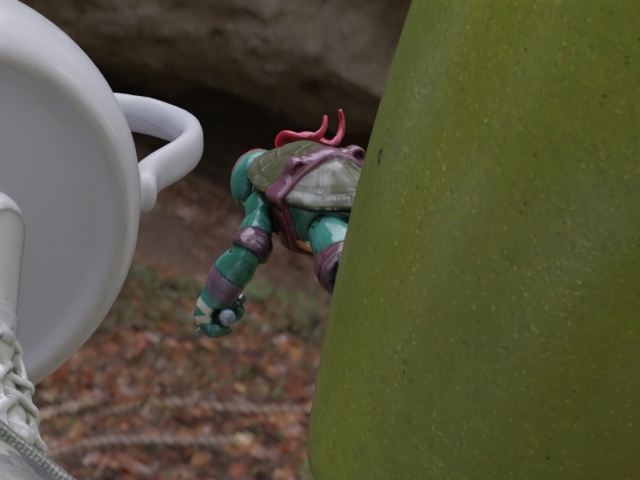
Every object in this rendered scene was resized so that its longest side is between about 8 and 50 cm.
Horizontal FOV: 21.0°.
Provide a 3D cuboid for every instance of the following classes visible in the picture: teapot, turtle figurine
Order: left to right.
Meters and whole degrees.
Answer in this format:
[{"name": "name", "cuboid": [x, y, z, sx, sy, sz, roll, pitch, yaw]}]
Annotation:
[{"name": "teapot", "cuboid": [-0.223, -0.038, 0.923, 0.256, 0.252, 0.187, 43, 2, -33]}, {"name": "turtle figurine", "cuboid": [0.000, 0.000, 1.039, 0.175, 0.118, 0.234, -23, 29, -26]}]

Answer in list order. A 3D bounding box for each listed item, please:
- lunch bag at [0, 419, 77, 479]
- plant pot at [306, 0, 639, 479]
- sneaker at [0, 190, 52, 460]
[{"name": "lunch bag", "cuboid": [-0.121, 0.148, 0.363, 0.287, 0.235, 0.169, 43, -5, -27]}, {"name": "plant pot", "cuboid": [0.122, 0.000, 0.685, 0.274, 0.294, 0.275, 27, 19, -10]}, {"name": "sneaker", "cuboid": [-0.147, 0.091, 0.742, 0.115, 0.232, 0.090, 8, -7, 22]}]
